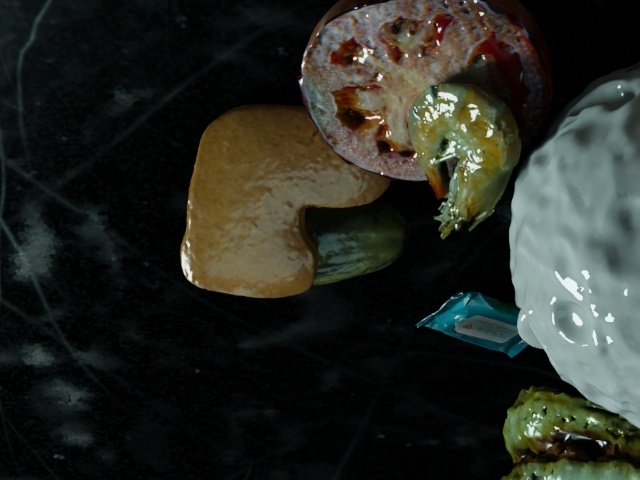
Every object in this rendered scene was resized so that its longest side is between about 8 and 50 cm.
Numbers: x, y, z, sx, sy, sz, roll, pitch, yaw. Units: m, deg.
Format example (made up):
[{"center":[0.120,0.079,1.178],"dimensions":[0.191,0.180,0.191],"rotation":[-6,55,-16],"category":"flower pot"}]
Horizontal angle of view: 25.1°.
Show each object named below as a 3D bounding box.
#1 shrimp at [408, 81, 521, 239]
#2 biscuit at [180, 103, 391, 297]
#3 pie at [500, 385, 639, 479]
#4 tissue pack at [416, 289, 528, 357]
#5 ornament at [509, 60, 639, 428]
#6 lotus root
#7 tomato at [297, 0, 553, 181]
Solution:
[{"center":[0.122,-0.067,1.254],"dimensions":[0.101,0.042,0.190],"rotation":[21,142,14],"category":"shrimp"},{"center":[-0.032,-0.032,1.352],"dimensions":[0.186,0.036,0.192],"rotation":[10,107,-3],"category":"biscuit"},{"center":[0.399,0.301,1.592],"dimensions":[0.418,0.180,0.395],"rotation":[12,154,14],"category":"pie"},{"center":[0.182,0.086,1.556],"dimensions":[0.138,0.028,0.085],"rotation":[21,138,-28],"category":"tissue pack"},{"center":[0.326,-0.006,1.226],"dimensions":[0.337,0.337,0.337],"rotation":[0,138,0],"category":"ornament"},{"center":[0.000,0.000,1.420],"dimensions":[0.179,0.080,0.089],"rotation":[-4,107,2],"category":"lotus root"},{"center":[0.090,-0.152,1.249],"dimensions":[0.224,0.085,0.225],"rotation":[3,140,2],"category":"tomato"}]
